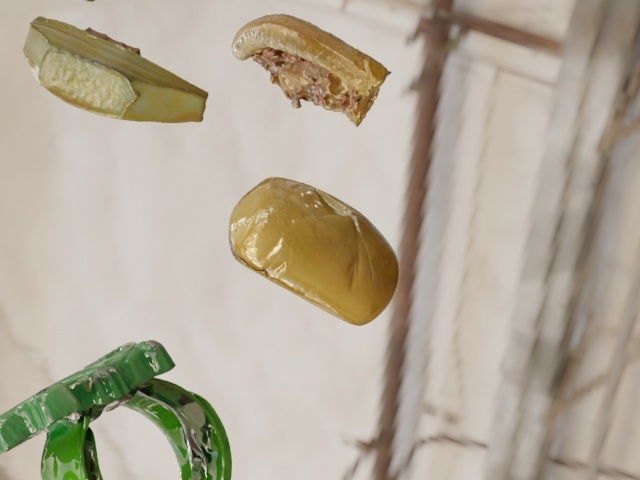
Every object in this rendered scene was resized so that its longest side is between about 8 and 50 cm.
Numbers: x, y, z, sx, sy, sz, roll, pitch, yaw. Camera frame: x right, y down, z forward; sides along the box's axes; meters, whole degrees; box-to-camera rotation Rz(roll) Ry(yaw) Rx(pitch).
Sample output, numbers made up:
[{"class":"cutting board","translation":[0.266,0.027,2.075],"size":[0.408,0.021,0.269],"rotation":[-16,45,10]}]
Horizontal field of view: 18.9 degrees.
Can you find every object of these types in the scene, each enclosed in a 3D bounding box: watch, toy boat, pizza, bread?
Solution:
[{"class":"watch","translation":[-0.159,0.168,1.442],"size":[0.165,0.152,0.131],"rotation":[-32,3,-43]},{"class":"toy boat","translation":[-0.179,-0.143,1.655],"size":[0.066,0.172,0.065],"rotation":[-47,-22,-54]},{"class":"pizza","translation":[-0.013,-0.201,2.237],"size":[0.056,0.271,0.134],"rotation":[-41,-43,-24]},{"class":"bread","translation":[0.000,0.000,1.218],"size":[0.056,0.115,0.082],"rotation":[-56,7,31]}]
